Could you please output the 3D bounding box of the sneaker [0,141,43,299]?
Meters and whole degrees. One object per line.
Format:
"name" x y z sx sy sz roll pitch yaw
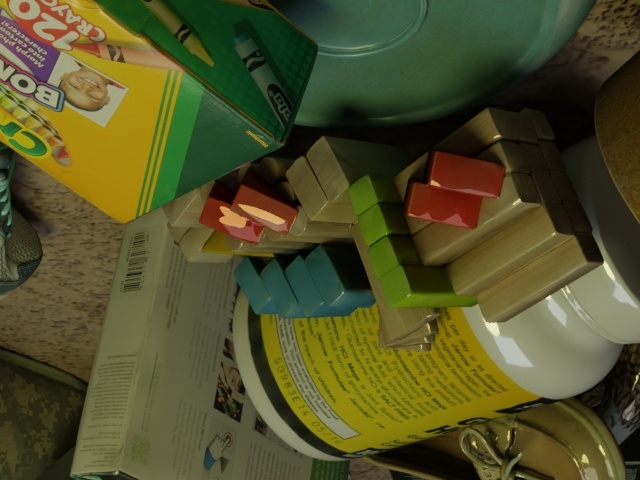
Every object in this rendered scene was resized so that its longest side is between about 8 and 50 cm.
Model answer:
"sneaker" -0.267 -0.036 0.894 0.122 0.110 0.283 -27 156 6

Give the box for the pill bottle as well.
"pill bottle" 0.105 0.044 0.904 0.188 0.188 0.334 27 144 -35

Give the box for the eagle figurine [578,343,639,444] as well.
"eagle figurine" 0.257 0.100 1.034 0.298 0.225 0.226 17 133 64

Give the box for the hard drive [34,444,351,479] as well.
"hard drive" -0.124 0.265 1.328 0.237 0.064 0.339 -40 142 -2

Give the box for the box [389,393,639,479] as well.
"box" 0.212 0.230 1.313 0.261 0.103 0.184 -2 147 10

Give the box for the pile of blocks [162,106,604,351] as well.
"pile of blocks" 0.000 0.000 0.799 0.362 0.149 0.112 -4 175 45

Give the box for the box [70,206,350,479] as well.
"box" -0.073 0.143 1.059 0.058 0.232 0.322 -10 148 32

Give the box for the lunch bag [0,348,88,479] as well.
"lunch bag" -0.362 0.244 1.272 0.169 0.235 0.287 -26 139 34

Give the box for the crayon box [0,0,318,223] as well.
"crayon box" -0.159 -0.133 0.665 0.278 0.081 0.165 37 144 -27

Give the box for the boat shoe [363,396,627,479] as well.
"boat shoe" 0.134 0.176 1.010 0.089 0.105 0.285 -27 -169 -28

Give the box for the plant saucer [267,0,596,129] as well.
"plant saucer" 0.013 -0.154 0.714 0.317 0.044 0.318 4 151 2

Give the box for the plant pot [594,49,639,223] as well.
"plant pot" 0.318 -0.092 0.629 0.237 0.237 0.254 18 134 -23
